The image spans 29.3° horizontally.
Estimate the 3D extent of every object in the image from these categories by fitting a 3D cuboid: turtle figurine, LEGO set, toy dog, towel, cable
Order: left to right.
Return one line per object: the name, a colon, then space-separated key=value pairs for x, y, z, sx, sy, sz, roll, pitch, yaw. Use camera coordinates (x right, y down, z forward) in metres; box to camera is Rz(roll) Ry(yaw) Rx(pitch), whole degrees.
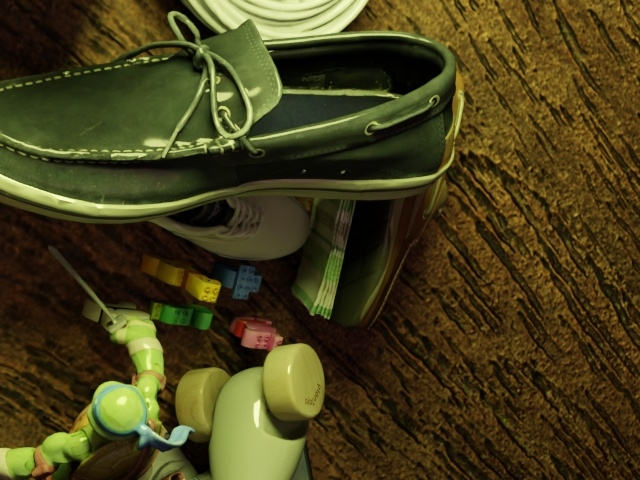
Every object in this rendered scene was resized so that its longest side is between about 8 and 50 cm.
turtle figurine: x=-0.247 y=0.161 z=1.196 sx=0.274 sy=0.266 sz=0.198 roll=19 pitch=56 yaw=1
LEGO set: x=-0.122 y=0.065 z=1.292 sx=0.227 sy=0.093 sz=0.087 roll=8 pitch=101 yaw=-35
toy dog: x=-0.058 y=0.275 z=1.320 sx=0.161 sy=0.220 sz=0.334 roll=24 pitch=79 yaw=-55
cable: x=-0.049 y=-0.319 z=1.210 sx=0.257 sy=0.089 sz=0.257 roll=-9 pitch=112 yaw=-31
towel: x=0.000 y=0.000 z=1.341 sx=0.023 sy=0.113 sz=0.152 roll=8 pitch=101 yaw=-20

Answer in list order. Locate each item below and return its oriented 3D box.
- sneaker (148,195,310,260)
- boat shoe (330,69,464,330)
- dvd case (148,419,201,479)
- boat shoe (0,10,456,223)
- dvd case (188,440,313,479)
sneaker: x=-0.108 y=-0.027 z=1.270 sx=0.258 sy=0.091 sz=0.094 roll=14 pitch=98 yaw=-36
boat shoe: x=0.090 y=-0.055 z=1.376 sx=0.120 sy=0.122 sz=0.324 roll=8 pitch=102 yaw=-38
dvd case: x=-0.196 y=0.324 z=1.381 sx=0.164 sy=0.018 sz=0.221 roll=-40 pitch=123 yaw=-16
boat shoe: x=-0.095 y=-0.126 z=1.143 sx=0.500 sy=0.187 sz=0.156 roll=-3 pitch=137 yaw=-19
dvd case: x=-0.112 y=0.344 z=1.420 sx=0.253 sy=0.022 sz=0.180 roll=-24 pitch=118 yaw=-27
